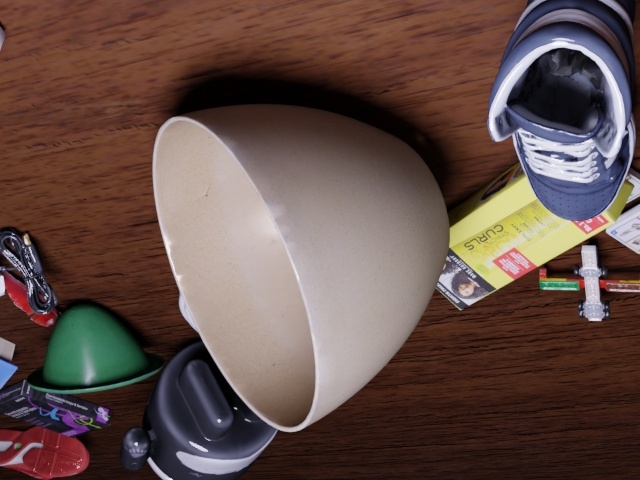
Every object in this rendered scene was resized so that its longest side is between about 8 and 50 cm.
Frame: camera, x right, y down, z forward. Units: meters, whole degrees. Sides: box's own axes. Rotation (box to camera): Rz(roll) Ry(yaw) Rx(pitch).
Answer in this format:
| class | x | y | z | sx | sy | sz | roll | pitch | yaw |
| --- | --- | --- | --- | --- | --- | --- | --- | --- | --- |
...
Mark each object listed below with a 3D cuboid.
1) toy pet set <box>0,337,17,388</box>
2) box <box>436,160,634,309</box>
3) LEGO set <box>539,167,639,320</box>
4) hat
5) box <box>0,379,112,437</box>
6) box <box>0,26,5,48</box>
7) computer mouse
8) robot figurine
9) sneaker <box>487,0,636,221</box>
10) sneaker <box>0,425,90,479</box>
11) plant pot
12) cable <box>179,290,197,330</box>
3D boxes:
| class | x | y | z | sx | sy | sz | roll | pitch | yaw |
| --- | --- | --- | --- | --- | --- | --- | --- | --- | --- |
| toy pet set | -0.486 | 0.158 | 1.511 | 0.122 | 0.065 | 0.114 | -15 | 144 | 35 |
| box | 0.183 | -0.015 | 1.044 | 0.087 | 0.058 | 0.232 | 43 | 142 | -8 |
| LEGO set | 0.277 | 0.005 | 1.125 | 0.182 | 0.060 | 0.244 | 30 | 141 | -19 |
| hat | -0.299 | 0.085 | 1.390 | 0.173 | 0.183 | 0.208 | -3 | -172 | 15 |
| box | -0.429 | 0.268 | 1.737 | 0.162 | 0.029 | 0.116 | 29 | 144 | -33 |
| box | -0.450 | -0.200 | 0.865 | 0.322 | 0.058 | 0.232 | -5 | 150 | 17 |
| computer mouse | -0.403 | 0.045 | 1.278 | 0.193 | 0.042 | 0.106 | -7 | 115 | 26 |
| robot figurine | -0.150 | 0.234 | 1.477 | 0.209 | 0.173 | 0.278 | 15 | 150 | -9 |
| sneaker | 0.179 | -0.080 | 0.803 | 0.099 | 0.153 | 0.282 | 7 | 140 | 16 |
| sneaker | -0.463 | 0.370 | 1.895 | 0.221 | 0.087 | 0.128 | 5 | 162 | 29 |
| plant pot | 0.000 | 0.000 | 0.967 | 0.191 | 0.284 | 0.284 | -22 | 161 | -25 |
| cable | -0.028 | 0.060 | 1.215 | 0.257 | 0.089 | 0.257 | 4 | 151 | 3 |
